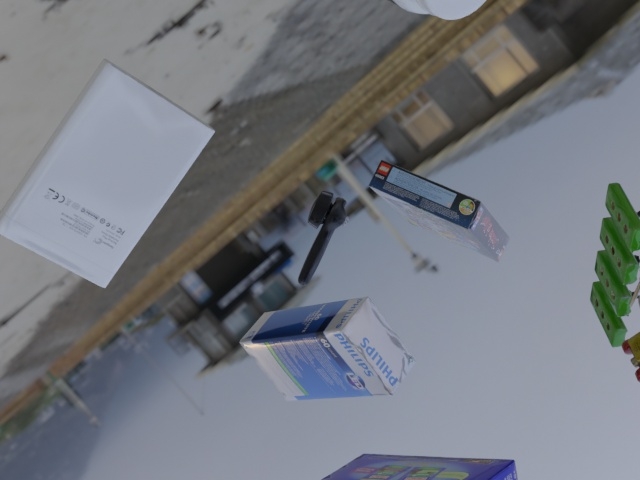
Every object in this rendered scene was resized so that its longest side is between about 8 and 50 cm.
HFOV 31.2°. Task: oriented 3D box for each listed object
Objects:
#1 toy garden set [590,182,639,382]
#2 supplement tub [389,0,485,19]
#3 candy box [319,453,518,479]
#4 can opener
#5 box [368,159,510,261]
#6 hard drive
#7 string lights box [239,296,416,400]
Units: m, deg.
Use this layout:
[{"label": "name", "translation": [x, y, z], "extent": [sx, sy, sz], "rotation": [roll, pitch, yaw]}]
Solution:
[{"label": "toy garden set", "translation": [0.471, 0.069, 1.706], "extent": [0.049, 0.244, 0.204], "rotation": [-8, -138, -5]}, {"label": "supplement tub", "translation": [0.133, -0.463, 1.761], "extent": [0.191, 0.191, 0.272], "rotation": [-42, -132, -12]}, {"label": "candy box", "translation": [0.078, 0.391, 1.516], "extent": [0.268, 0.122, 0.317], "rotation": [-7, -174, 40]}, {"label": "can opener", "translation": [0.000, 0.000, 2.169], "extent": [0.059, 0.073, 0.186], "rotation": [-11, 122, -80]}, {"label": "box", "translation": [0.179, -0.040, 1.671], "extent": [0.044, 0.159, 0.233], "rotation": [-64, 158, -3]}, {"label": "hard drive", "translation": [-0.381, -0.113, 2.021], "extent": [0.353, 0.233, 0.047], "rotation": [-54, -151, 8]}, {"label": "string lights box", "translation": [0.006, 0.170, 1.738], "extent": [0.259, 0.133, 0.077], "rotation": [-12, -150, 51]}]
